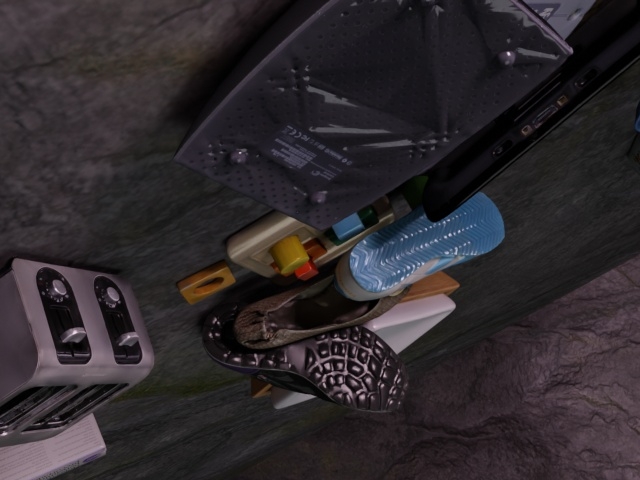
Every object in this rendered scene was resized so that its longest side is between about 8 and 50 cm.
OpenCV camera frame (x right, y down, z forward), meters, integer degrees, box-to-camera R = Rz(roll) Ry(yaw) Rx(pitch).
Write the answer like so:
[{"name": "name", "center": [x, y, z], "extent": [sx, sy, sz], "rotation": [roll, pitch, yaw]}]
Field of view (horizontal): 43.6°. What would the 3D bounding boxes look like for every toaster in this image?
[{"name": "toaster", "center": [-0.272, 0.109, 0.735], "extent": [0.185, 0.110, 0.168], "rotation": [-33, 160, 14]}]

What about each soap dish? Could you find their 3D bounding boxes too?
[{"name": "soap dish", "center": [0.042, 0.135, 1.232], "extent": [0.229, 0.118, 0.291], "rotation": [-8, 153, -46]}]

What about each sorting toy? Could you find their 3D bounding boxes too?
[{"name": "sorting toy", "center": [0.000, 0.000, 0.933], "extent": [0.347, 0.047, 0.196], "rotation": [-30, 161, 6]}]

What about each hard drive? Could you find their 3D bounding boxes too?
[{"name": "hard drive", "center": [0.029, -0.109, 0.580], "extent": [0.172, 0.054, 0.254], "rotation": [24, 135, -36]}]

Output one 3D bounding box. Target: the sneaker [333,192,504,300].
[{"name": "sneaker", "center": [0.117, 0.004, 0.956], "extent": [0.228, 0.087, 0.092], "rotation": [-19, 172, -24]}]

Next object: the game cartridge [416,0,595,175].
[{"name": "game cartridge", "center": [0.110, -0.150, 0.694], "extent": [0.196, 0.060, 0.294], "rotation": [-9, 154, -37]}]

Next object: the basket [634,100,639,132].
[{"name": "basket", "center": [0.484, -0.164, 0.862], "extent": [0.254, 0.201, 0.289], "rotation": [6, 165, 18]}]

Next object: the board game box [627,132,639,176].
[{"name": "board game box", "center": [0.606, -0.196, 1.206], "extent": [0.224, 0.098, 0.303], "rotation": [-28, 160, 2]}]

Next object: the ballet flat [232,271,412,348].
[{"name": "ballet flat", "center": [0.009, 0.078, 1.014], "extent": [0.249, 0.084, 0.058], "rotation": [-17, 180, -13]}]

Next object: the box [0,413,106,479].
[{"name": "box", "center": [-0.464, 0.332, 1.113], "extent": [0.324, 0.067, 0.063], "rotation": [-21, 161, -24]}]

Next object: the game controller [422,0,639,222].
[{"name": "game controller", "center": [0.228, -0.135, 0.796], "extent": [0.319, 0.067, 0.166], "rotation": [-42, -169, 25]}]

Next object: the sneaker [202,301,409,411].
[{"name": "sneaker", "center": [-0.020, 0.160, 1.088], "extent": [0.283, 0.107, 0.124], "rotation": [20, 160, -2]}]
